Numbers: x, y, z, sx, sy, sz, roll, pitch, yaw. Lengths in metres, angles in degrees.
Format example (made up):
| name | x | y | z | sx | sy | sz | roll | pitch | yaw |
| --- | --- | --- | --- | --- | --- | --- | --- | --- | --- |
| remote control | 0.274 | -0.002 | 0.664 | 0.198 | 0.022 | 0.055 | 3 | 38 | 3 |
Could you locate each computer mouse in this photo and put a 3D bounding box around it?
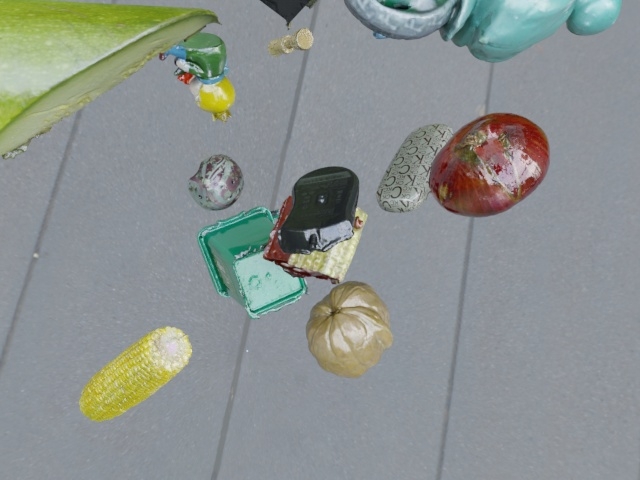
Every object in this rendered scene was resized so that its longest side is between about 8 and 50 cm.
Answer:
| name | x | y | z | sx | sy | sz | roll | pitch | yaw |
| --- | --- | --- | --- | --- | --- | --- | --- | --- | --- |
| computer mouse | 0.008 | -0.048 | 1.039 | 0.146 | 0.264 | 0.088 | -8 | 123 | 18 |

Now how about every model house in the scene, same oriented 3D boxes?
| name | x | y | z | sx | sy | sz | roll | pitch | yaw |
| --- | --- | --- | --- | --- | --- | --- | --- | --- | --- |
| model house | 0.000 | 0.000 | 1.353 | 0.160 | 0.253 | 0.196 | 28 | 76 | -32 |

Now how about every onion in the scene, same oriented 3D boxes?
| name | x | y | z | sx | sy | sz | roll | pitch | yaw |
| --- | --- | --- | --- | --- | --- | --- | --- | --- | --- |
| onion | 0.333 | -0.160 | 1.092 | 0.248 | 0.248 | 0.161 | -39 | 109 | -13 |

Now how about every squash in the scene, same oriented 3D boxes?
| name | x | y | z | sx | sy | sz | roll | pitch | yaw |
| --- | --- | --- | --- | --- | --- | --- | --- | --- | --- |
| squash | -0.226 | -0.167 | 0.548 | 0.251 | 0.093 | 0.170 | -2 | 90 | -9 |

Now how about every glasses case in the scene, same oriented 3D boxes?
| name | x | y | z | sx | sy | sz | roll | pitch | yaw |
| --- | --- | --- | --- | --- | --- | --- | --- | --- | --- |
| glasses case | 0.266 | -0.207 | 1.494 | 0.355 | 0.137 | 0.085 | -57 | 135 | -35 |

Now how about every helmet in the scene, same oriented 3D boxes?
| name | x | y | z | sx | sy | sz | roll | pitch | yaw |
| --- | --- | --- | --- | --- | --- | --- | --- | --- | --- |
| helmet | -0.296 | -0.167 | 1.615 | 0.177 | 0.107 | 0.153 | -53 | 128 | -10 |

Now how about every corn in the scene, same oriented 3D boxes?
| name | x | y | z | sx | sy | sz | roll | pitch | yaw |
| --- | --- | --- | --- | --- | --- | --- | --- | --- | --- |
| corn | -0.294 | 0.213 | 0.838 | 0.081 | 0.248 | 0.081 | 33 | 38 | -30 |

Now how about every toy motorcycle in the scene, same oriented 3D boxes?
| name | x | y | z | sx | sy | sz | roll | pitch | yaw |
| --- | --- | --- | --- | --- | --- | --- | --- | --- | --- |
| toy motorcycle | 0.140 | -0.236 | 0.387 | 0.198 | 0.109 | 0.297 | 26 | 69 | -8 |

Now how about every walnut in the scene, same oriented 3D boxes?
| name | x | y | z | sx | sy | sz | roll | pitch | yaw |
| --- | --- | --- | --- | --- | --- | --- | --- | --- | --- |
| walnut | 0.092 | 0.287 | 1.718 | 0.285 | 0.285 | 0.297 | 26 | 63 | -2 |

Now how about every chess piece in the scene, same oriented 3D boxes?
| name | x | y | z | sx | sy | sz | roll | pitch | yaw |
| --- | --- | --- | --- | --- | --- | --- | --- | --- | --- |
| chess piece | -0.092 | -0.542 | 1.490 | 0.060 | 0.172 | 0.060 | -7 | 101 | -37 |

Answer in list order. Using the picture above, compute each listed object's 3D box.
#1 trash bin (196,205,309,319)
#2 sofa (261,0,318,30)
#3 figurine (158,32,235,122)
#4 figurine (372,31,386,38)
| name | x | y | z | sx | sy | sz | roll | pitch | yaw |
| --- | --- | --- | --- | --- | --- | --- | --- | --- | --- |
| trash bin | -0.186 | 0.061 | 1.656 | 0.294 | 0.381 | 0.260 | -23 | 111 | -16 |
| sofa | -0.085 | -0.619 | 1.159 | 0.258 | 0.200 | 0.182 | 32 | 73 | -20 |
| figurine | -0.323 | -0.430 | 1.443 | 0.184 | 0.234 | 0.128 | 2 | 56 | 0 |
| figurine | 0.112 | -0.423 | 0.871 | 0.144 | 0.114 | 0.179 | -11 | 113 | -17 |
